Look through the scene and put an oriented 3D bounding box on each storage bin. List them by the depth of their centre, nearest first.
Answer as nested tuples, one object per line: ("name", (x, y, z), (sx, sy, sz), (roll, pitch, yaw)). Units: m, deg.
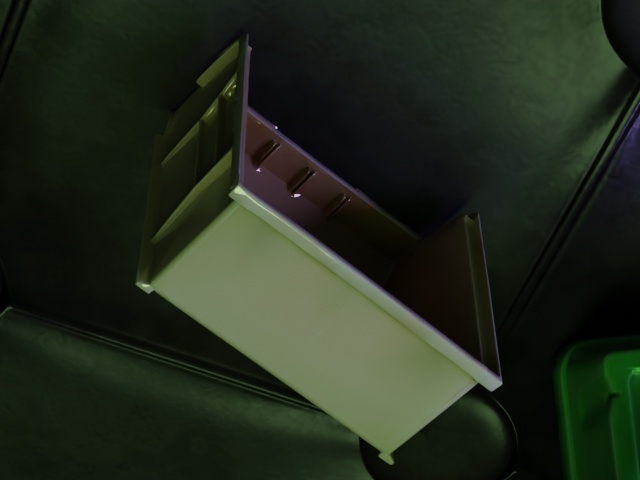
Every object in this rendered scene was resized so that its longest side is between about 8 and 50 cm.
("storage bin", (0.000, 0.000, 1.549), (0.262, 0.260, 0.123), (36, 117, -21))

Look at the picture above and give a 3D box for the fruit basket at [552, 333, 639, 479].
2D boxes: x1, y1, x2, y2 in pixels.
("fruit basket", (0.399, 0.213, 1.736), (0.392, 0.283, 0.392), (-4, 167, -1))
